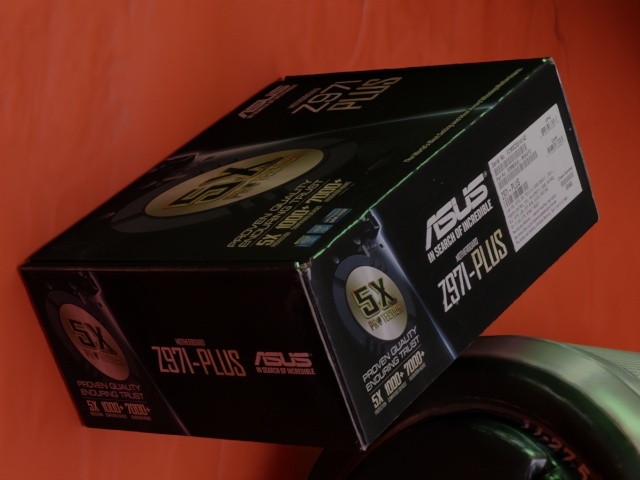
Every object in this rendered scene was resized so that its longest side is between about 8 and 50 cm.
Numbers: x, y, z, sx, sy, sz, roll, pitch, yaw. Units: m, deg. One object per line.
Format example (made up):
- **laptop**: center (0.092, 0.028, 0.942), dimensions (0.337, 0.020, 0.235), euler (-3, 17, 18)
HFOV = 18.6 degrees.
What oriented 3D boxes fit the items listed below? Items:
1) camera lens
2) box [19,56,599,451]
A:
- **camera lens**: center (0.136, 0.159, 0.880), dimensions (0.274, 0.219, 0.219), euler (10, 82, -49)
- **box**: center (0.000, 0.000, 0.778), dimensions (0.180, 0.147, 0.077), euler (-39, 118, -42)
